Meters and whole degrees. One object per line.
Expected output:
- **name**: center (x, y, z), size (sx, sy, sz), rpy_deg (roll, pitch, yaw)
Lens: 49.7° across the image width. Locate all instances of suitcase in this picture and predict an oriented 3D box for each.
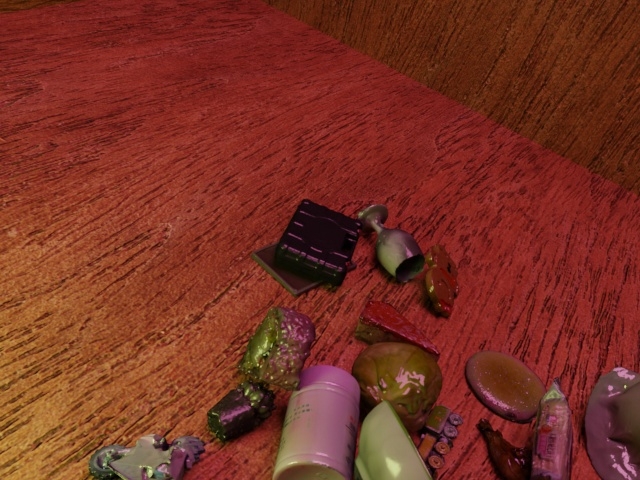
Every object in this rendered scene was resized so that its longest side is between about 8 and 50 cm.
- **suitcase**: center (0.000, 0.000, 1.946), size (0.206, 0.066, 0.285), rpy_deg (22, 34, 1)

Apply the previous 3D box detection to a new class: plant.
- **plant**: center (-0.159, 0.347, 1.410), size (0.143, 0.094, 0.092), rpy_deg (-29, 42, -35)

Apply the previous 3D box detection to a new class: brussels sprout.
- **brussels sprout**: center (0.165, 0.317, 1.546), size (0.223, 0.161, 0.223), rpy_deg (13, 28, -7)

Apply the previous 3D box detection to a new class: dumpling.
- **dumpling**: center (0.805, 0.485, 1.636), size (0.211, 0.270, 0.320), rpy_deg (27, 3, -31)

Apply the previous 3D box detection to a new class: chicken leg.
- **chicken leg**: center (0.419, 0.469, 1.561), size (0.093, 0.070, 0.178), rpy_deg (-22, 34, -13)

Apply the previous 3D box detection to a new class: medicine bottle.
- **medicine bottle**: center (-0.002, 0.386, 1.374), size (0.152, 0.152, 0.254), rpy_deg (18, 35, -3)

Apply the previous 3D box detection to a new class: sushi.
- **sushi**: center (-0.095, 0.220, 1.463), size (0.107, 0.161, 0.241), rpy_deg (24, -11, -18)

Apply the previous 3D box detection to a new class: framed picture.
- **framed picture**: center (-0.043, 0.054, 1.923), size (0.189, 0.023, 0.260), rpy_deg (39, 38, 25)

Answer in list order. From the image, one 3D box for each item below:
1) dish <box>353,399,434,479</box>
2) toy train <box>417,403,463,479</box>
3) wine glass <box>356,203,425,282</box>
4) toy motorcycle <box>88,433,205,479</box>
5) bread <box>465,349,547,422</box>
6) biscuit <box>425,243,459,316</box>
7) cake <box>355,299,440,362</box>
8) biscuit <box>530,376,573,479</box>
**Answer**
- **dish**: center (0.140, 0.465, 1.262), size (0.124, 0.324, 0.324), rpy_deg (-25, 46, -4)
- **toy train**: center (0.251, 0.440, 1.516), size (0.081, 0.060, 0.202), rpy_deg (24, 34, 17)
- **wine glass**: center (0.205, 0.006, 2.030), size (0.126, 0.126, 0.241), rpy_deg (-4, 42, -31)
- **toy motorcycle**: center (-0.273, 0.414, 1.235), size (0.204, 0.108, 0.239), rpy_deg (-19, 50, -43)
- **bread**: center (0.478, 0.362, 1.760), size (0.228, 0.034, 0.228), rpy_deg (15, 33, -10)
- **biscuit**: center (0.348, 0.110, 1.966), size (0.166, 0.036, 0.225), rpy_deg (54, 34, -21)
- **cake**: center (0.200, 0.233, 1.746), size (0.220, 0.086, 0.117), rpy_deg (24, 37, 7)
- **biscuit**: center (0.508, 0.466, 1.515), size (0.079, 0.186, 0.309), rpy_deg (1, 29, 25)
